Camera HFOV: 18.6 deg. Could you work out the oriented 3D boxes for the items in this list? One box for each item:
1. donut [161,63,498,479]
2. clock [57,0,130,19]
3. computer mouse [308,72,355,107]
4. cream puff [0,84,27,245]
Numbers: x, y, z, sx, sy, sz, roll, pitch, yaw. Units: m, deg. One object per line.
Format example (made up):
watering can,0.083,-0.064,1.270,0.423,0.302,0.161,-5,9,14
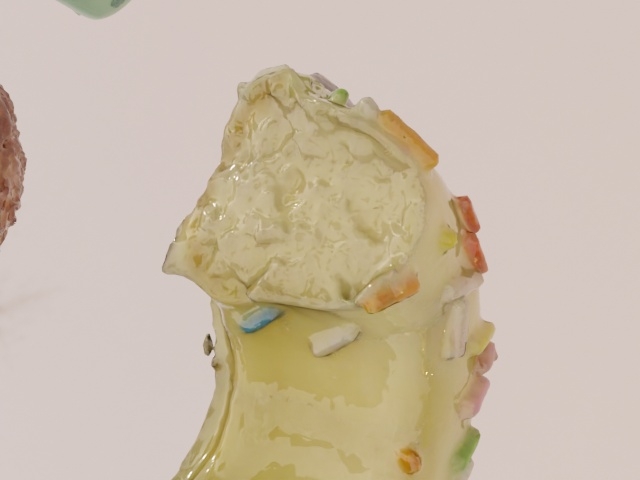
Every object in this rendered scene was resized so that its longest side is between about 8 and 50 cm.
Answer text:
donut,-0.005,0.052,0.468,0.065,0.108,0.166,14,-104,31
clock,-0.134,-0.243,1.310,0.060,0.148,0.188,37,-88,19
computer mouse,0.000,0.000,0.892,0.057,0.099,0.172,9,-50,8
cream puff,-0.286,-0.040,1.111,0.240,0.240,0.164,52,-18,6
